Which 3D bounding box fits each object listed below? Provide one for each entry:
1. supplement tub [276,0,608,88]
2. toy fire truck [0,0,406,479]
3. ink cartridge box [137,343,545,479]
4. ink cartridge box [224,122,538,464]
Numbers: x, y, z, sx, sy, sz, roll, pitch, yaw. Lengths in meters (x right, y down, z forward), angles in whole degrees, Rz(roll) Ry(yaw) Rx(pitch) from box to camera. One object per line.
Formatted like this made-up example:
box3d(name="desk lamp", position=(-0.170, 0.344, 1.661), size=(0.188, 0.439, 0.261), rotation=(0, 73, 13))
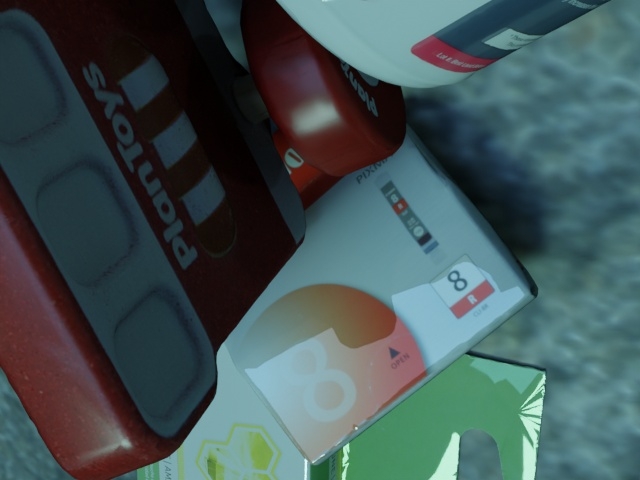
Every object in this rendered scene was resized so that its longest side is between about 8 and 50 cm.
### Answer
box3d(name="supplement tub", position=(0.098, -0.190, 0.383), size=(0.272, 0.191, 0.191), rotation=(-26, 98, 32))
box3d(name="toy fire truck", position=(-0.099, -0.089, 0.450), size=(0.169, 0.254, 0.302), rotation=(-20, 105, 21))
box3d(name="ink cartridge box", position=(0.002, 0.132, 0.651), size=(0.235, 0.056, 0.171), rotation=(12, 115, 24))
box3d(name="ink cartridge box", position=(0.000, 0.000, 0.568), size=(0.145, 0.045, 0.179), rotation=(-40, 85, 15))
